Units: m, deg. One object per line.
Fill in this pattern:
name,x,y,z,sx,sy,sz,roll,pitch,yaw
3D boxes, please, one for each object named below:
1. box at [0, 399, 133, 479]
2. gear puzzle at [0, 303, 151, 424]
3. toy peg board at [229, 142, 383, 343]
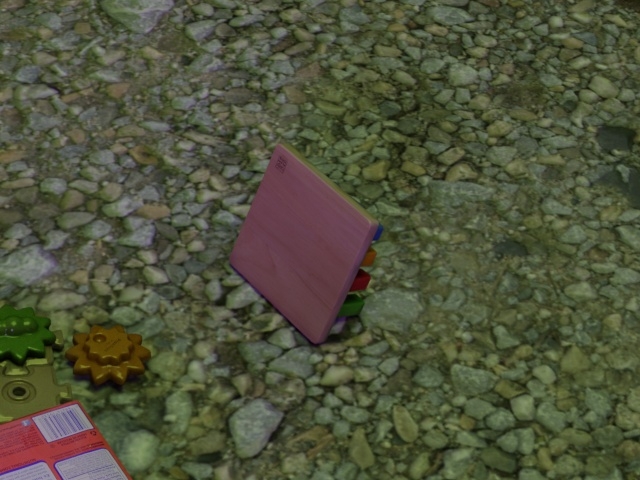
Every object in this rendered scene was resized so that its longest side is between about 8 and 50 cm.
box,-0.302,0.268,1.235,0.300,0.142,0.154,-17,46,-32
gear puzzle,-0.334,0.119,1.496,0.339,0.044,0.175,-1,39,-17
toy peg board,0.000,0.000,1.662,0.079,0.161,0.161,-6,39,-47
